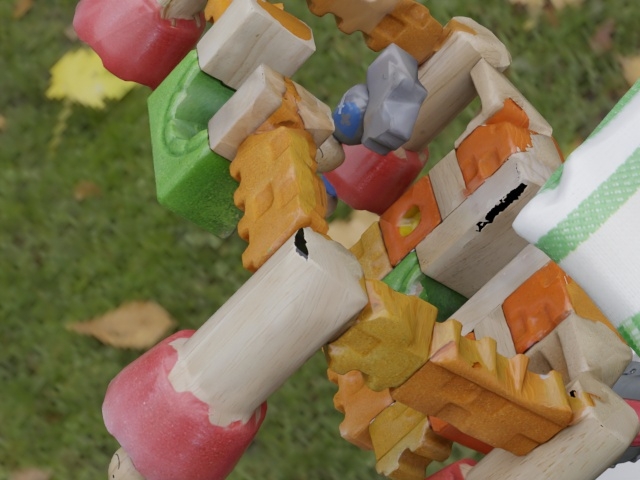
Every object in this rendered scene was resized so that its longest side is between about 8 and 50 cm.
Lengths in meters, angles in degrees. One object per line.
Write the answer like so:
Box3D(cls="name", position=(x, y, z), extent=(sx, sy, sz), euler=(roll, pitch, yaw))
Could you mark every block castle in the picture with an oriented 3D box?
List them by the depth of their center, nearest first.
Box3D(cls="block castle", position=(0.000, 0.000, 1.250), extent=(0.213, 0.303, 0.453), euler=(-45, 34, 27))

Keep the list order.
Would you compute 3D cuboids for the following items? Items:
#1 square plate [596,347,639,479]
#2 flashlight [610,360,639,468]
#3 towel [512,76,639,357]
Box3D(cls="square plate", position=(0.300, 0.301, 1.850), extent=(0.344, 0.347, 0.049), euler=(-33, 9, -30))
Box3D(cls="flashlight", position=(0.290, 0.163, 1.608), extent=(0.103, 0.103, 0.304), euler=(-18, 4, -18))
Box3D(cls="towel", position=(0.237, 0.037, 0.631), extent=(0.248, 0.325, 0.038), euler=(-46, 5, -30))
